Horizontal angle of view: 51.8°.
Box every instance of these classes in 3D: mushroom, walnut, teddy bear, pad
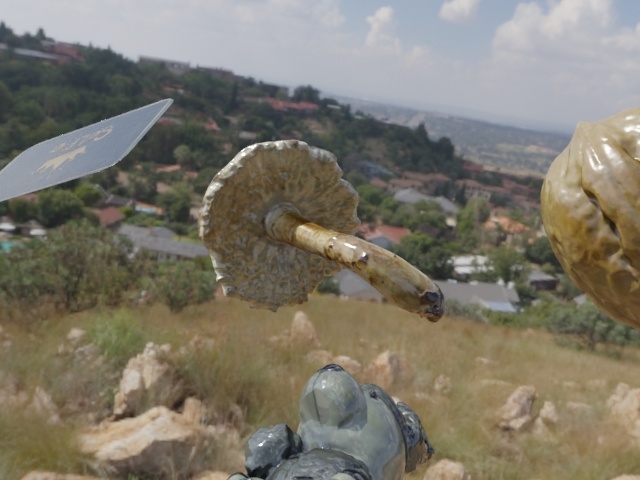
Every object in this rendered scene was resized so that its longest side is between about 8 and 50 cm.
[{"bbox_3d":[0.005,-0.025,0.845,0.302,0.233,0.208,-9,44,35],"label":"mushroom"},{"bbox_3d":[0.264,-0.022,0.536,0.155,0.184,0.155,-34,0,0],"label":"walnut"},{"bbox_3d":[-0.005,0.193,0.561,0.171,0.144,0.251,-14,15,16],"label":"teddy bear"},{"bbox_3d":[-0.440,-0.187,1.144,0.376,0.063,0.315,-12,32,23],"label":"pad"}]
